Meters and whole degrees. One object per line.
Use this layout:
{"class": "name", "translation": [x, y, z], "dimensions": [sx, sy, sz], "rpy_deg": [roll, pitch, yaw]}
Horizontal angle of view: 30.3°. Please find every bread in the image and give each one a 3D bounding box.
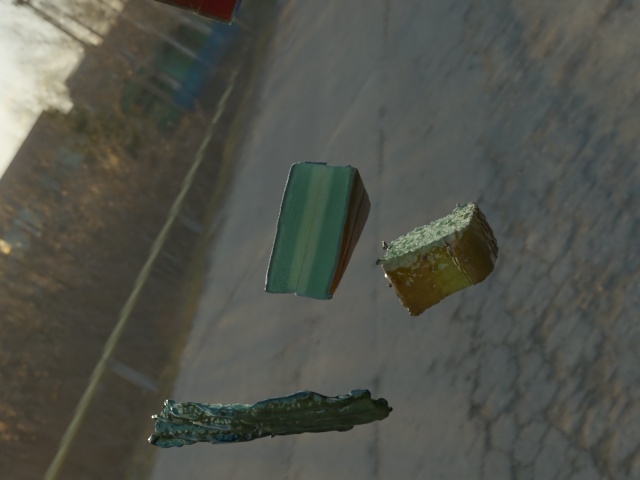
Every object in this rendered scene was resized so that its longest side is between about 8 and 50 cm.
{"class": "bread", "translation": [-0.001, 0.005, 1.139], "dimensions": [0.084, 0.074, 0.139], "rpy_deg": [64, -146, -63]}
{"class": "bread", "translation": [0.112, 0.012, 1.101], "dimensions": [0.103, 0.065, 0.187], "rpy_deg": [-30, 7, 9]}

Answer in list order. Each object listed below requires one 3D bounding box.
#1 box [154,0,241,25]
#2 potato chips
{"class": "box", "translation": [-0.117, -0.213, 0.724], "dimensions": [0.048, 0.175, 0.112], "rpy_deg": [-99, 30, -52]}
{"class": "potato chips", "translation": [-0.050, 0.134, 0.910], "dimensions": [0.092, 0.207, 0.028], "rpy_deg": [53, -146, -59]}
